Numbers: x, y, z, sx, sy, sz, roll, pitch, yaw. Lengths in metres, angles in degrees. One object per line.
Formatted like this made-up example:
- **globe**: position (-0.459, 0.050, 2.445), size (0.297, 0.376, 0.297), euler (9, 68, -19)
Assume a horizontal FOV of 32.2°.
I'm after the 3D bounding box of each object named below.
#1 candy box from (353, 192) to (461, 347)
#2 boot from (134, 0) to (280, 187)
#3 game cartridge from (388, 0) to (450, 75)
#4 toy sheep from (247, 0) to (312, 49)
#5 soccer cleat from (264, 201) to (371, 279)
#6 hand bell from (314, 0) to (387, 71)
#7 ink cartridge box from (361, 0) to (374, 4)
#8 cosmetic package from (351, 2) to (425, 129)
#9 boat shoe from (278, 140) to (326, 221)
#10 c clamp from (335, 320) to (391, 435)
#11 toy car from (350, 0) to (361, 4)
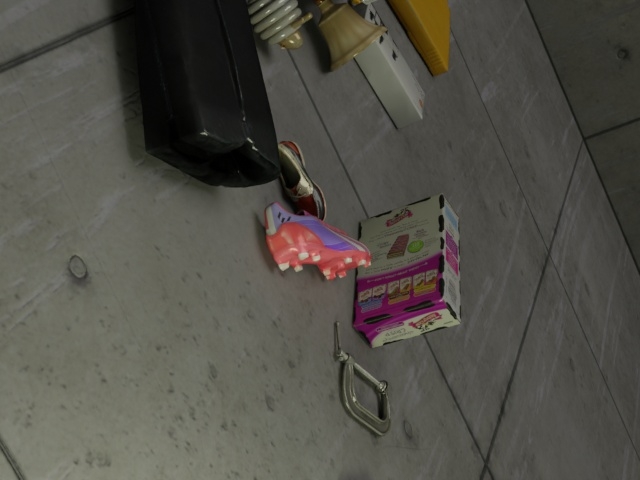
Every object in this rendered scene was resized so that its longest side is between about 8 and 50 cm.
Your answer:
- **candy box**: position (0.142, 0.047, 1.793), size (0.071, 0.159, 0.233), euler (51, 32, -38)
- **boot**: position (-0.111, -0.283, 1.510), size (0.367, 0.146, 0.445), euler (9, 58, -46)
- **game cartridge**: position (0.205, -0.575, 2.512), size (0.323, 0.053, 0.285), euler (55, 29, -35)
- **toy sheep**: position (-0.072, -0.357, 1.742), size (0.132, 0.091, 0.091), euler (56, 27, -8)
- **soccer cleat**: position (0.000, 0.000, 1.641), size (0.248, 0.083, 0.095), euler (9, 60, -59)
- **hand bell**: position (-0.002, -0.431, 1.944), size (0.242, 0.126, 0.126), euler (53, 28, -10)
- **ink cartridge box**: position (0.081, -0.549, 1.931), size (0.307, 0.129, 0.223), euler (-110, -179, -72)
- **cosmetic package**: position (0.125, -0.342, 2.158), size (0.239, 0.060, 0.099), euler (55, 30, -29)
- **boat shoe**: position (-0.034, -0.085, 1.664), size (0.043, 0.049, 0.137), euler (-21, 89, -62)
- **c clamp**: position (0.068, 0.217, 1.681), size (0.160, 0.022, 0.137), euler (47, 33, -39)
- **toy car**: position (0.073, -0.523, 2.194), size (0.040, 0.060, 0.122), euler (13, 48, -24)
